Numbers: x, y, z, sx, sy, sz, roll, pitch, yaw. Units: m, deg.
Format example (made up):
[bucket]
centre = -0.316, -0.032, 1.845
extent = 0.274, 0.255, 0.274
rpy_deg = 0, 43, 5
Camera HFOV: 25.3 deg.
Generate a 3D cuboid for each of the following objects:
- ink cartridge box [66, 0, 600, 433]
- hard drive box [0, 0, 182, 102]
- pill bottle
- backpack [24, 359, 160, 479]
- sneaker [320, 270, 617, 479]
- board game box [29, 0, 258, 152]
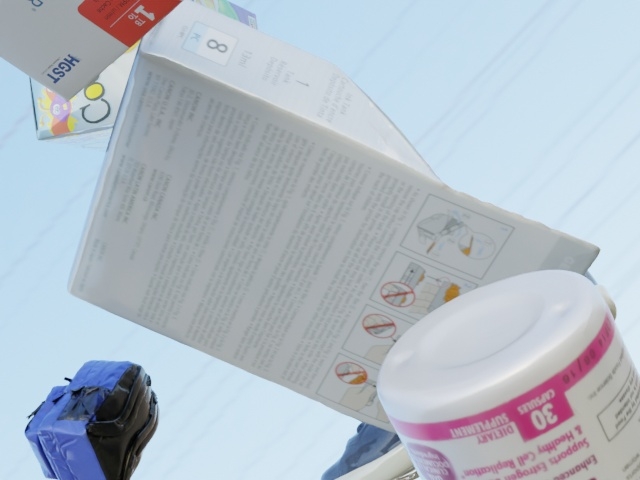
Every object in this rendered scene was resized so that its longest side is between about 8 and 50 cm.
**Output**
[ink cartridge box]
centre = 0.000, 0.000, 1.201
extent = 0.308, 0.384, 0.091
rpy_deg = 117, 174, -46
[hard drive box]
centre = -0.204, -0.221, 0.933
extent = 0.232, 0.089, 0.181
rpy_deg = 33, -39, -22
[pill bottle]
centre = 0.166, 0.177, 0.959
extent = 0.160, 0.283, 0.160
rpy_deg = -26, 16, 8
[backpack]
centre = -0.214, 0.168, 1.349
extent = 0.120, 0.101, 0.098
rpy_deg = -58, -35, -46
[sneaker]
centre = 0.111, 0.115, 1.356
extent = 0.350, 0.148, 0.131
rpy_deg = -42, -18, 21
[board game box]
centre = -0.165, -0.168, 1.422
extent = 0.142, 0.144, 0.275
rpy_deg = -9, -3, 17
